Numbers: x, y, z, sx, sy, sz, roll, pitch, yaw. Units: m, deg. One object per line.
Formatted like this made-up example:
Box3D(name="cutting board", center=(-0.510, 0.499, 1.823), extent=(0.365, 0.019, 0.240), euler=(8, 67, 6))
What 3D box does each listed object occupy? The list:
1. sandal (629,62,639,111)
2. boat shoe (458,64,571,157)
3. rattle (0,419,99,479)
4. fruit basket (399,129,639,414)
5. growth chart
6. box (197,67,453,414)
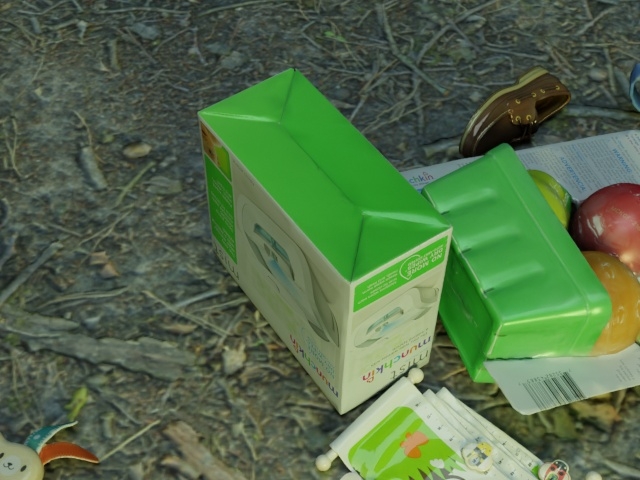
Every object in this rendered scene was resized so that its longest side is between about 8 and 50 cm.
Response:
Box3D(name="sandal", center=(0.489, -0.148, 1.263), extent=(0.138, 0.126, 0.317), euler=(-25, 48, -14))
Box3D(name="boat shoe", center=(0.241, -0.154, 1.295), extent=(0.060, 0.064, 0.178), euler=(37, 59, 27))
Box3D(name="rattle", center=(-0.326, 0.194, 0.989), extent=(0.199, 0.143, 0.130), euler=(-13, 35, -2))
Box3D(name="fruit basket", center=(0.282, 0.023, 1.132), extent=(0.353, 0.165, 0.327), euler=(-8, 52, -25))
Box3D(name="growth chart", center=(0.128, 0.231, 1.025), extent=(0.237, 0.021, 0.172), euler=(31, 63, 22))
Box3D(name="box", center=(0.000, 0.000, 1.073), extent=(0.127, 0.231, 0.262), euler=(-28, 57, -22))
